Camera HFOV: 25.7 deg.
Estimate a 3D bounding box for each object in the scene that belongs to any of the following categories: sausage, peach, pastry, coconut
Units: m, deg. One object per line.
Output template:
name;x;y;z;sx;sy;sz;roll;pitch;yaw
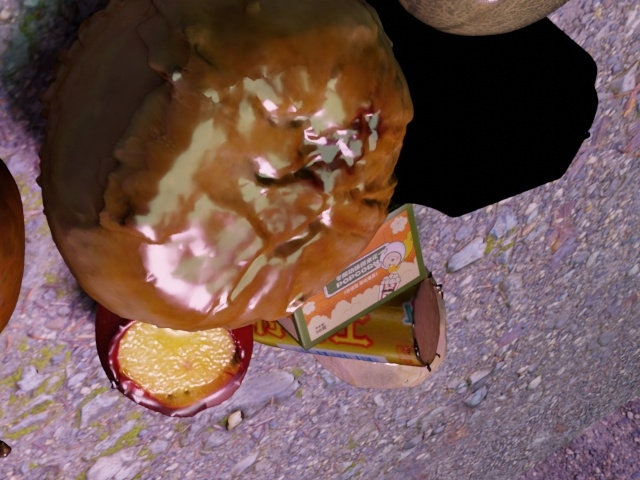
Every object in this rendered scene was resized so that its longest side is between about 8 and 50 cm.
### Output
sausage;0.004;0.091;1.872;0.117;0.317;0.125;54;46;-60
peach;-0.181;0.119;1.718;0.226;0.189;0.196;5;91;-80
pastry;-0.104;-0.100;1.425;0.409;0.245;0.410;-19;127;-27
coconut;0.081;0.108;2.020;0.197;0.237;0.237;-32;151;-20

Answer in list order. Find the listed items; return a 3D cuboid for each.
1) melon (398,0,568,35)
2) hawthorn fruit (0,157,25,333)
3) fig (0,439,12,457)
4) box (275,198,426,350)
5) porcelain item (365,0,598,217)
melon;0.197;-0.353;1.474;0.302;0.237;0.237;-48;151;15
hawthorn fruit;-0.398;0.013;1.214;0.308;0.308;0.325;-44;144;6
fig;-0.494;0.367;1.772;0.204;0.186;0.250;95;5;-77
box;0.000;0.000;1.776;0.195;0.177;0.148;-29;132;-18
porcelain item;0.155;-0.181;1.618;0.281;0.286;0.157;-18;144;-33
